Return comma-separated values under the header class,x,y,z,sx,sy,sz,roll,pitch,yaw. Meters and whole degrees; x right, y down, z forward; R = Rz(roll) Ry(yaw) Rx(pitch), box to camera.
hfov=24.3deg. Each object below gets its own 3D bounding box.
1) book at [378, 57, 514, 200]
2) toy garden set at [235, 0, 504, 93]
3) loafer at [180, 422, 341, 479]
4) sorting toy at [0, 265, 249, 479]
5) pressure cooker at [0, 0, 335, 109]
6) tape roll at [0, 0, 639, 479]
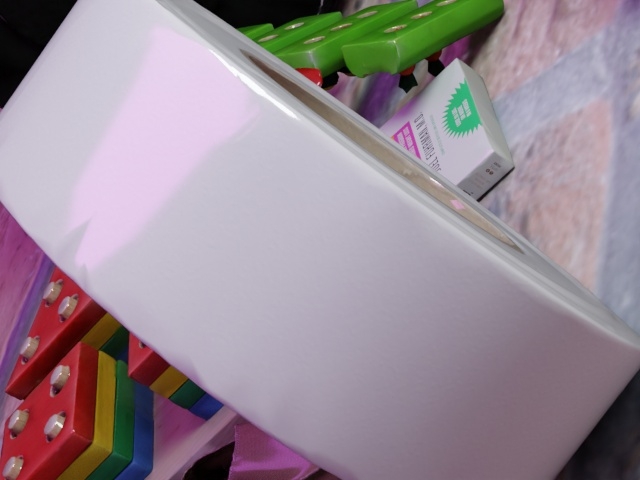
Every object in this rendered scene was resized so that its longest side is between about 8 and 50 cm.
class,x,y,z,sx,sy,sz,roll,pitch,yaw
book,0.048,-0.028,0.880,0.144,0.035,0.096,-43,32,23
toy garden set,-0.035,-0.093,0.939,0.244,0.049,0.204,-1,23,45
loafer,-0.023,0.122,0.808,0.148,0.050,0.056,-39,31,34
sorting toy,-0.120,0.062,1.001,0.257,0.089,0.255,-45,28,25
pressure cooker,-0.154,-0.343,1.193,0.370,0.375,0.420,-43,30,34
tape roll,0.000,0.000,0.640,0.100,0.286,0.286,-55,26,7
